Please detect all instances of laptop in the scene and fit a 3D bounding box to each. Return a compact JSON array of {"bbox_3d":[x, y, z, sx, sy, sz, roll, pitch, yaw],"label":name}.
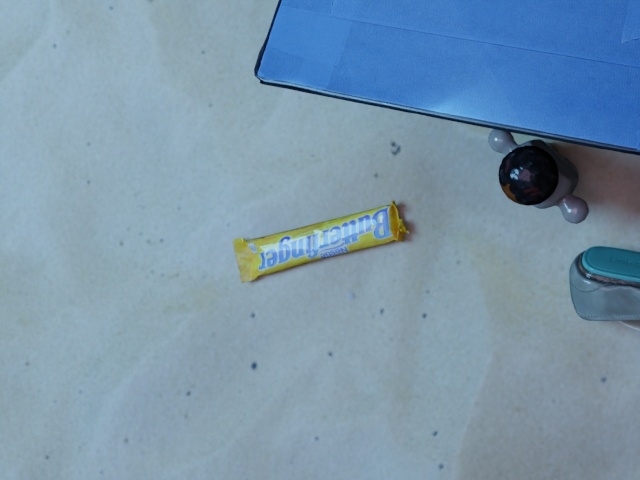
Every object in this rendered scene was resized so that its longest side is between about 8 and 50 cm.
[{"bbox_3d":[0.149,-0.313,1.316,0.382,0.236,0.407,12,131,23],"label":"laptop"}]

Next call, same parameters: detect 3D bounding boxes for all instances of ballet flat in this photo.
[{"bbox_3d":[0.313,0.050,1.526,0.213,0.072,0.068,8,124,15],"label":"ballet flat"}]

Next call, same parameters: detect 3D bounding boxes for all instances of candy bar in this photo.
[{"bbox_3d":[0.000,0.000,1.625,0.162,0.018,0.040,-14,91,17],"label":"candy bar"}]

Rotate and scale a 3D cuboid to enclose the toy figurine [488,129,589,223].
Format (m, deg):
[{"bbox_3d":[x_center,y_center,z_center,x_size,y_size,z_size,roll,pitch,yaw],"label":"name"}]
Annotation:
[{"bbox_3d":[0.237,-0.117,1.482,0.210,0.148,0.213,2,95,15],"label":"toy figurine"}]

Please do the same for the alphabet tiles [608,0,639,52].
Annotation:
[{"bbox_3d":[0.352,-0.216,1.391,0.284,0.021,0.278,-9,66,-3],"label":"alphabet tiles"}]
